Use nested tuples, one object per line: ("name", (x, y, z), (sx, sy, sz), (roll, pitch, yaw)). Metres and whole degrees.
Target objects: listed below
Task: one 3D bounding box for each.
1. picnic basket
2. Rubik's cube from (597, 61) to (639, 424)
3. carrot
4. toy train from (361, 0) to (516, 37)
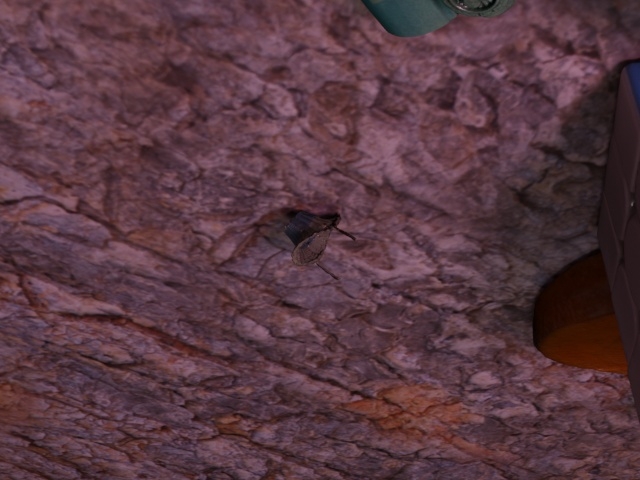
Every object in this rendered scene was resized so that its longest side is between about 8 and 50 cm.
("picnic basket", (0.000, 0.000, 1.077), (0.083, 0.083, 0.065), (40, 127, 16))
("Rubik's cube", (0.450, 0.007, 0.918), (0.291, 0.291, 0.291), (-6, 144, 4))
("carrot", (0.425, 0.096, 1.221), (0.307, 0.100, 0.258), (-11, 145, 26))
("toy train", (0.053, -0.253, 0.725), (0.159, 0.101, 0.248), (-7, 147, 35))
